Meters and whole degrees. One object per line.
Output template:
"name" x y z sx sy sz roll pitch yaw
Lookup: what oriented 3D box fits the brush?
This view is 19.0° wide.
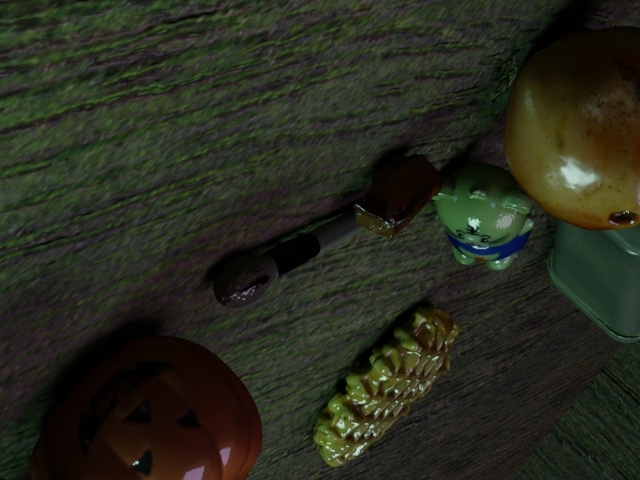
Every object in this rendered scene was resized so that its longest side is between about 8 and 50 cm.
"brush" 0.000 0.000 1.689 0.299 0.039 0.042 -28 155 -51

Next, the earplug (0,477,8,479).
"earplug" -0.224 0.301 1.406 0.214 0.175 0.325 -52 133 -22

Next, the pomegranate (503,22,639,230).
"pomegranate" 0.279 -0.105 1.837 0.209 0.209 0.209 -42 164 -15

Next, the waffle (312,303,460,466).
"waffle" 0.088 0.164 2.287 0.249 0.056 0.253 -31 157 -44

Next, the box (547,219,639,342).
"box" 0.463 -0.075 2.456 0.352 0.177 0.344 -43 163 -9

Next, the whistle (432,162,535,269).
"whistle" 0.168 -0.021 1.962 0.227 0.105 0.085 60 41 -73

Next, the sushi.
"sushi" 0.068 -0.043 1.723 0.120 0.055 0.052 -44 174 -40

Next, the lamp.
"lamp" -0.132 0.174 1.539 0.187 0.164 0.188 -46 167 -14
